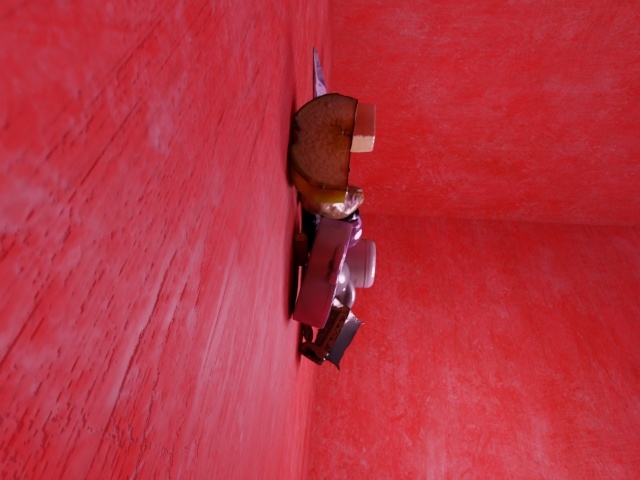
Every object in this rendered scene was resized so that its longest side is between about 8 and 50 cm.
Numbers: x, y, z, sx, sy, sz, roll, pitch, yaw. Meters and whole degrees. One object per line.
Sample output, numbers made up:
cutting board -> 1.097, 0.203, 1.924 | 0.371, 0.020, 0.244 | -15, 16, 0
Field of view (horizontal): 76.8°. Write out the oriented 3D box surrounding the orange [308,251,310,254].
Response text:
orange -> -0.018, 0.029, 1.706 | 0.083, 0.070, 0.083 | 0, 90, -83

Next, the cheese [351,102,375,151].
cheese -> 0.121, -0.535, 1.901 | 0.124, 0.265, 0.242 | 87, 7, -61

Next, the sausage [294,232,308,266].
sausage -> -0.058, 0.031, 1.221 | 0.131, 0.041, 0.039 | 90, 10, -49

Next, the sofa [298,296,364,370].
sofa -> 0.028, 0.362, 1.604 | 0.258, 0.182, 0.200 | -60, 147, -15

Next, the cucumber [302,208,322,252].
cucumber -> -0.026, -0.100, 1.406 | 0.081, 0.072, 0.303 | 23, -65, 45

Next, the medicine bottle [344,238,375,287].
medicine bottle -> 0.108, 0.105, 1.971 | 0.241, 0.302, 0.241 | 3, 90, -88

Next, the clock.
clock -> 0.003, 0.098, 1.253 | 0.338, 0.102, 0.338 | -164, -90, -89

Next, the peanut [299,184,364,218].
peanut -> 0.042, -0.138, 1.308 | 0.122, 0.253, 0.137 | 48, -65, 36

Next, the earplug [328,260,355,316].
earplug -> 0.043, 0.205, 1.800 | 0.175, 0.214, 0.325 | -84, 167, -52

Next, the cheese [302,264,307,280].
cheese -> -0.031, 0.120, 1.567 | 0.177, 0.069, 0.270 | 89, 2, -61

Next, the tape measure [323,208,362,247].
tape measure -> 0.043, -0.077, 1.513 | 0.245, 0.149, 0.231 | 53, -31, 36

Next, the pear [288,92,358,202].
pear -> 0.005, -0.226, 1.097 | 0.292, 0.159, 0.292 | 7, 90, -87

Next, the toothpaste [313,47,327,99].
toothpaste -> -0.005, -0.579, 1.559 | 0.075, 0.048, 0.301 | -39, 132, -48

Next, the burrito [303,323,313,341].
burrito -> -0.053, 0.360, 1.659 | 0.051, 0.042, 0.171 | -69, 163, -46
